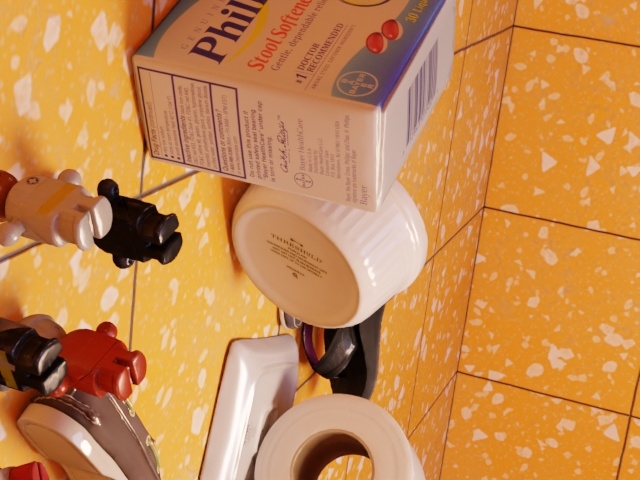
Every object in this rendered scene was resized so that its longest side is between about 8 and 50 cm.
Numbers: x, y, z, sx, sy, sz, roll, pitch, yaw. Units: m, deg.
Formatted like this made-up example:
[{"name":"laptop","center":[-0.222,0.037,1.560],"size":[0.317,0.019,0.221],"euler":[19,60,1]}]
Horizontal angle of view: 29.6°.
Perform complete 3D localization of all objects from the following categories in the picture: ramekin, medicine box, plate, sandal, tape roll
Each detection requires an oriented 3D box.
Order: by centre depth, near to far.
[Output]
[{"name":"medicine box","center":[-0.022,-0.196,1.379],"size":[0.149,0.289,0.263],"euler":[88,23,-44]},{"name":"ramekin","center":[0.000,0.000,1.653],"size":[0.127,0.272,0.273],"euler":[-47,148,-35]},{"name":"plate","center":[-0.101,0.288,1.876],"size":[0.278,0.045,0.277],"euler":[8,95,-72]},{"name":"tape roll","center":[0.034,0.375,1.878],"size":[0.169,0.246,0.246],"euler":[61,45,-64]},{"name":"sandal","center":[0.030,0.121,2.021],"size":[0.446,0.107,0.168],"euler":[97,-26,-42]}]

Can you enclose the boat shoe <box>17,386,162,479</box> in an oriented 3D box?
[{"name":"boat shoe","center":[-0.229,0.241,1.351],"size":[0.097,0.116,0.324],"euler":[-63,152,-29]}]

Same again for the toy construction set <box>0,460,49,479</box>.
[{"name":"toy construction set","center":[-0.276,0.282,0.973],"size":[0.237,0.308,0.258],"euler":[57,40,-59]}]

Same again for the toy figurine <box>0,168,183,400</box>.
[{"name":"toy figurine","center":[-0.248,0.038,1.117],"size":[0.209,0.148,0.213],"euler":[15,91,-66]}]

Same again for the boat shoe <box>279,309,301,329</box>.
[{"name":"boat shoe","center":[-0.016,0.046,1.930],"size":[0.075,0.065,0.206],"euler":[8,95,-72]}]
